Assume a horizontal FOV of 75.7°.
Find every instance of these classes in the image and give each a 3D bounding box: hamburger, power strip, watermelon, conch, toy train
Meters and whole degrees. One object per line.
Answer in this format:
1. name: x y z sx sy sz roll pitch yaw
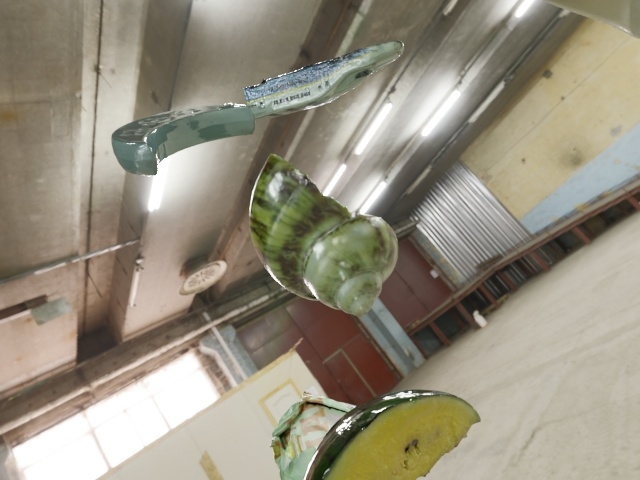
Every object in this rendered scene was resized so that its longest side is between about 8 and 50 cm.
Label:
1. hamburger: 0.001 0.431 0.815 0.125 0.214 0.235 63 -143 -61
2. power strip: -0.184 -0.147 0.559 0.216 0.137 0.044 -43 -45 -45
3. watermelon: 0.074 0.276 0.522 0.301 0.129 0.123 -32 -13 -24
4. conch: -0.001 0.003 0.475 0.124 0.181 0.187 -56 -42 -15
5. toy train: 0.003 -0.218 0.571 0.233 0.051 0.052 -5 11 27

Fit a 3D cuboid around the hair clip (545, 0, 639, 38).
1. hair clip: 0.430 -0.445 0.656 0.173 0.282 0.113 93 -165 -50
